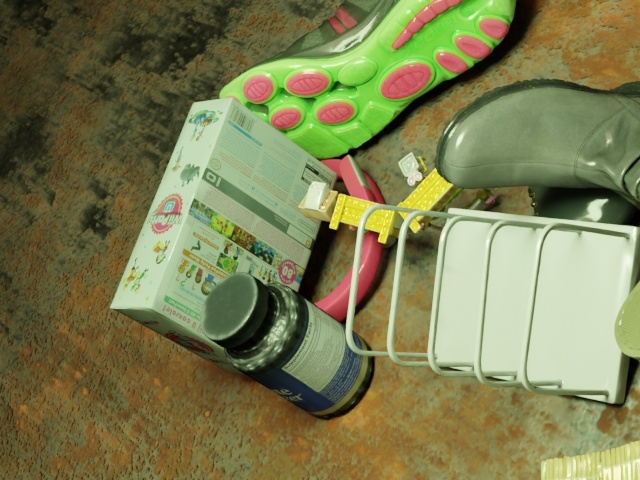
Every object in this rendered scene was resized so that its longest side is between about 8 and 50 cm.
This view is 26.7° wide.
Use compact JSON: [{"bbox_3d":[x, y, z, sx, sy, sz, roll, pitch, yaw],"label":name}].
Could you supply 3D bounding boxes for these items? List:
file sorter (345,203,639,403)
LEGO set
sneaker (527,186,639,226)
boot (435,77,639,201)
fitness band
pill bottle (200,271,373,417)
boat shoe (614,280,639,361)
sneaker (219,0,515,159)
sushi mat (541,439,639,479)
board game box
[{"bbox_3d":[0.188,0.063,1.503,0.278,0.173,0.192,8,91,47],"label":"file sorter"},{"bbox_3d":[0.116,-0.051,1.730,0.287,0.107,0.132,-26,65,31],"label":"LEGO set"},{"bbox_3d":[0.270,-0.047,1.618,0.118,0.083,0.222,-55,39,-2],"label":"sneaker"},{"bbox_3d":[0.313,-0.082,1.450,0.338,0.118,0.222,-12,37,-13],"label":"boot"},{"bbox_3d":[0.000,0.000,1.887,0.209,0.054,0.290,-41,39,20],"label":"fitness band"},{"bbox_3d":[-0.044,0.128,1.693,0.123,0.219,0.122,-26,46,30],"label":"pill bottle"},{"bbox_3d":[0.441,0.037,1.367,0.302,0.103,0.113,-41,42,26],"label":"boat shoe"},{"bbox_3d":[0.072,-0.270,1.944,0.483,0.185,0.202,-23,27,25],"label":"sneaker"},{"bbox_3d":[0.283,0.354,1.352,0.151,0.019,0.316,-18,51,35],"label":"sushi mat"},{"bbox_3d":[-0.120,-0.003,1.793,0.098,0.224,0.303,-1,62,46],"label":"board game box"}]
